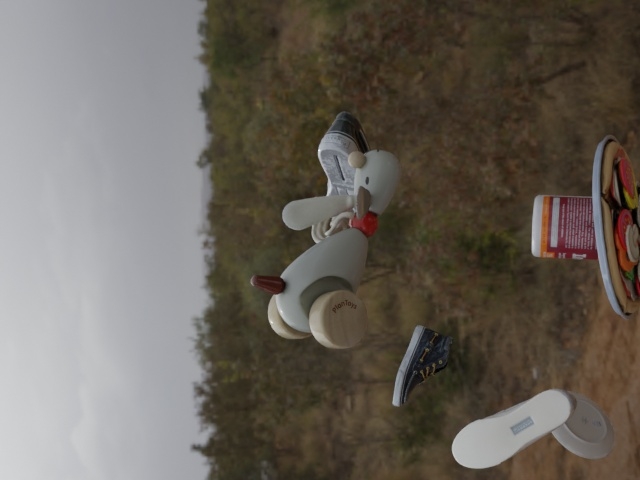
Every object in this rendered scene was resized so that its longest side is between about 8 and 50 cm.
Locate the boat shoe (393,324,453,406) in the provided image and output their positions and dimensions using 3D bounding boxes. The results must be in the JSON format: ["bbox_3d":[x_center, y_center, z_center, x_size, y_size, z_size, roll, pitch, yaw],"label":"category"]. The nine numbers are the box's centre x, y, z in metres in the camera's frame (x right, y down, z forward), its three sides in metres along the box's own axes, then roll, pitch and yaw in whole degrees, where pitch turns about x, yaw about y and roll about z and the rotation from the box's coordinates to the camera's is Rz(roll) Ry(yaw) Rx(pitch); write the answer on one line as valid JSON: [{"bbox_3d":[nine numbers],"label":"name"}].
[{"bbox_3d":[0.208,0.258,1.698,0.065,0.083,0.183,80,-150,-56],"label":"boat shoe"}]

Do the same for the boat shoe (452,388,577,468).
[{"bbox_3d":[0.266,0.254,1.150,0.063,0.184,0.066,13,-139,-57],"label":"boat shoe"}]

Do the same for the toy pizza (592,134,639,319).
[{"bbox_3d":[0.333,-0.016,0.909,0.201,0.032,0.201,17,-109,-58],"label":"toy pizza"}]

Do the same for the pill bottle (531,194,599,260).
[{"bbox_3d":[0.360,-0.016,1.117,0.086,0.152,0.086,3,-90,-73],"label":"pill bottle"}]

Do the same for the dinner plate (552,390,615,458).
[{"bbox_3d":[0.476,0.332,1.534,0.017,0.141,0.141,117,155,-43],"label":"dinner plate"}]

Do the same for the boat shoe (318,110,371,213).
[{"bbox_3d":[0.078,-0.147,1.837,0.335,0.121,0.119,77,-146,-59],"label":"boat shoe"}]

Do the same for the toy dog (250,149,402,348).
[{"bbox_3d":[0.000,0.000,1.243,0.220,0.161,0.333,-28,40,40],"label":"toy dog"}]
